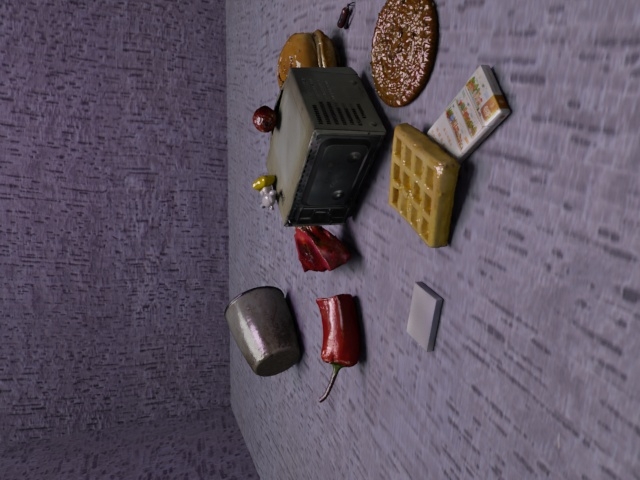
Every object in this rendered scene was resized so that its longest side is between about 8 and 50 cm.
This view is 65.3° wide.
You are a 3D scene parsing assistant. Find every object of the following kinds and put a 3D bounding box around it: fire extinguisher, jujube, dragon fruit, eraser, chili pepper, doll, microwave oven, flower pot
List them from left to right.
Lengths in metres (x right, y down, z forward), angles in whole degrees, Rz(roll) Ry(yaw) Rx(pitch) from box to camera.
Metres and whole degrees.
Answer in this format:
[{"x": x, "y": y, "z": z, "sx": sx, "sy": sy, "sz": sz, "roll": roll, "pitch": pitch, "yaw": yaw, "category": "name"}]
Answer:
[{"x": -0.251, "y": 0.419, "z": 2.246, "sx": 0.293, "sy": 0.294, "sz": 0.330, "roll": 110, "pitch": 144, "yaw": -45, "category": "flower pot"}, {"x": -0.172, "y": -0.377, "z": 1.543, "sx": 0.129, "sy": 0.078, "sz": 0.077, "roll": -115, "pitch": 28, "yaw": -65, "category": "jujube"}, {"x": -0.172, "y": -0.151, "z": 1.593, "sx": 0.135, "sy": 0.072, "sz": 0.113, "roll": 18, "pitch": 119, "yaw": 63, "category": "doll"}, {"x": 0.000, "y": 0.000, "z": 1.668, "sx": 0.211, "sy": 0.134, "sz": 0.262, "roll": 61, "pitch": 161, "yaw": -11, "category": "dragon fruit"}, {"x": 0.007, "y": -0.282, "z": 1.532, "sx": 0.394, "sy": 0.247, "sz": 0.332, "roll": 113, "pitch": 145, "yaw": -49, "category": "microwave oven"}, {"x": 0.067, "y": 0.348, "z": 1.631, "sx": 0.135, "sy": 0.131, "sz": 0.338, "roll": -16, "pitch": 73, "yaw": 42, "category": "chili pepper"}, {"x": 0.079, "y": -0.701, "z": 1.572, "sx": 0.100, "sy": 0.032, "sz": 0.046, "roll": 130, "pitch": 143, "yaw": -68, "category": "fire extinguisher"}, {"x": 0.261, "y": 0.192, "z": 1.265, "sx": 0.104, "sy": 0.023, "sz": 0.150, "roll": -135, "pitch": 46, "yaw": -59, "category": "eraser"}]

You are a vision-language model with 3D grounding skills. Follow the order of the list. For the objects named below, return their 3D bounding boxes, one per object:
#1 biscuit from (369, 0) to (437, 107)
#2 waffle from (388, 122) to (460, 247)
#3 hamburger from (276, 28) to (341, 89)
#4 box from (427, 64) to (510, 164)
[{"x": 0.201, "y": -0.496, "z": 1.286, "sx": 0.305, "sy": 0.038, "sz": 0.305, "roll": 176, "pitch": 90, "yaw": -68, "category": "biscuit"}, {"x": 0.235, "y": -0.133, "z": 1.187, "sx": 0.248, "sy": 0.055, "sz": 0.221, "roll": -121, "pitch": 23, "yaw": -51, "category": "waffle"}, {"x": -0.038, "y": -0.553, "z": 1.720, "sx": 0.304, "sy": 0.174, "sz": 0.284, "roll": 154, "pitch": 99, "yaw": -74, "category": "hamburger"}, {"x": 0.307, "y": -0.249, "z": 1.065, "sx": 0.220, "sy": 0.032, "sz": 0.122, "roll": 125, "pitch": 136, "yaw": -58, "category": "box"}]
